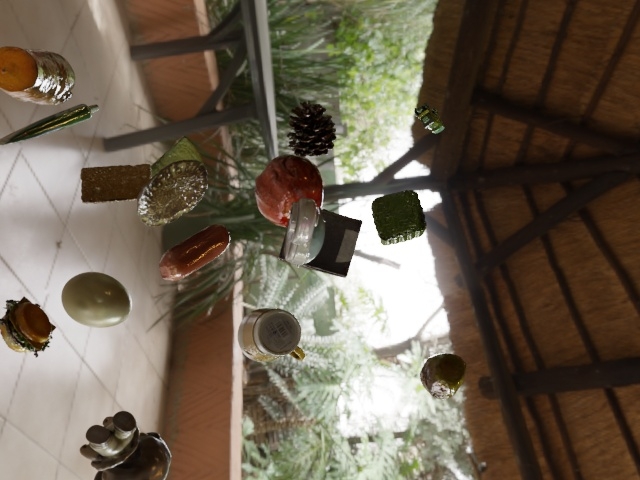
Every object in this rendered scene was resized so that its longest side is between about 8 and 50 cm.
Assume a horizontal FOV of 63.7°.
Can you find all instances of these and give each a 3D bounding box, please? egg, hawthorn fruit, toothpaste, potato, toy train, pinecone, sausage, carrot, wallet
[{"bbox_3d":[-0.767,0.206,1.773,0.186,0.241,0.186,20,90,-89],"label":"egg"},{"bbox_3d":[-0.082,-0.140,1.667,0.272,0.241,0.242,54,-23,38],"label":"hawthorn fruit"},{"bbox_3d":[-0.968,-0.416,1.850,0.392,0.098,0.061,-40,127,-39],"label":"toothpaste"},{"bbox_3d":[-0.685,-0.268,2.320,0.213,0.330,0.280,48,-20,-20],"label":"potato"},{"bbox_3d":[0.337,-0.379,1.598,0.122,0.050,0.081,-1,65,-56],"label":"toy train"},{"bbox_3d":[-0.032,-0.356,1.615,0.163,0.162,0.165,-97,178,-55],"label":"pinecone"},{"bbox_3d":[-0.283,0.026,1.172,0.194,0.077,0.077,-37,136,-41],"label":"sausage"},{"bbox_3d":[-0.675,-0.388,1.208,0.302,0.138,0.139,-129,-146,-76],"label":"carrot"},{"bbox_3d":[0.000,0.000,1.844,0.071,0.262,0.221,60,45,-72],"label":"wallet"}]

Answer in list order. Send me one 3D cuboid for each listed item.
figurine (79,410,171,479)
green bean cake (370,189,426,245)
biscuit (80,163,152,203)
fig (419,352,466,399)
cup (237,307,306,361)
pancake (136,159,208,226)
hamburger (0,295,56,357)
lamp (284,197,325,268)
[{"bbox_3d":[-0.564,0.635,1.509,0.248,0.203,0.381,-53,152,-41],"label":"figurine"},{"bbox_3d":[0.326,-0.093,2.156,0.113,0.214,0.201,62,16,-74],"label":"green bean cake"},{"bbox_3d":[-0.683,-0.190,1.728,0.025,0.230,0.131,118,-32,-76],"label":"biscuit"},{"bbox_3d":[0.424,0.458,1.766,0.144,0.165,0.154,46,-10,30],"label":"fig"},{"bbox_3d":[-0.143,0.325,1.710,0.185,0.241,0.226,-57,-170,-22],"label":"cup"},{"bbox_3d":[-0.341,-0.109,1.198,0.021,0.199,0.199,45,-18,20],"label":"pancake"},{"bbox_3d":[-0.880,0.257,1.528,0.190,0.093,0.164,62,2,-10],"label":"hamburger"},{"bbox_3d":[-0.039,-0.028,1.419,0.246,0.107,0.180,110,-17,-67],"label":"lamp"}]
